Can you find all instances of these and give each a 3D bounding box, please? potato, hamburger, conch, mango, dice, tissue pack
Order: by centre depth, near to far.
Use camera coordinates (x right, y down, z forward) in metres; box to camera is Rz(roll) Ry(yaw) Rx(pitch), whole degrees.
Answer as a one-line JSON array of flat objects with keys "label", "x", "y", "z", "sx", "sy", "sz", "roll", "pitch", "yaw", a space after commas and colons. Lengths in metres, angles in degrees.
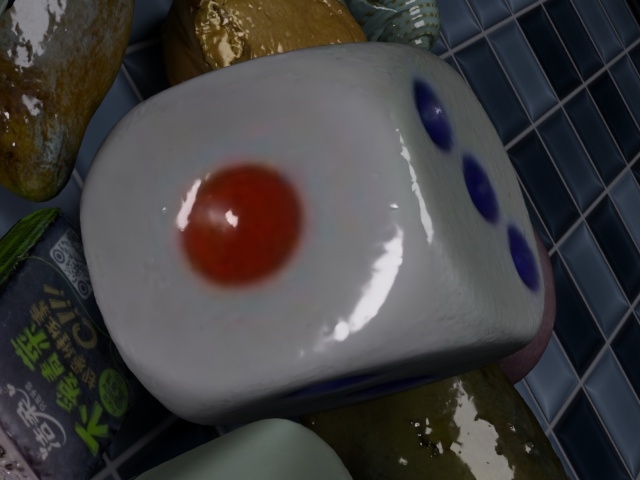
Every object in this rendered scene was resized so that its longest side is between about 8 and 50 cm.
[{"label": "tissue pack", "x": -0.228, "y": 0.098, "z": 1.277, "sx": 0.173, "sy": 0.073, "sz": 0.235, "roll": 57, "pitch": 29, "yaw": -18}, {"label": "dice", "x": 0.000, "y": 0.000, "z": 1.371, "sx": 0.304, "sy": 0.304, "sz": 0.277, "roll": 9, "pitch": 62, "yaw": -65}, {"label": "mango", "x": -0.257, "y": -0.187, "z": 1.408, "sx": 0.193, "sy": 0.146, "sz": 0.316, "roll": 27, "pitch": 59, "yaw": -46}, {"label": "potato", "x": 0.093, "y": 0.189, "z": 1.594, "sx": 0.359, "sy": 0.219, "sz": 0.270, "roll": 59, "pitch": 18, "yaw": 7}, {"label": "hamburger", "x": -0.053, "y": -0.162, "z": 1.692, "sx": 0.318, "sy": 0.158, "sz": 0.318, "roll": 38, "pitch": 39, "yaw": -38}, {"label": "conch", "x": 0.053, "y": -0.279, "z": 1.998, "sx": 0.172, "sy": 0.131, "sz": 0.200, "roll": -14, "pitch": 36, "yaw": -39}]

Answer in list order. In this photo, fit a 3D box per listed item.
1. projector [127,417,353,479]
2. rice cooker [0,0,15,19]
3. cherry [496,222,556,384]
[{"label": "projector", "x": -0.096, "y": 0.300, "z": 1.142, "sx": 0.248, "sy": 0.248, "sz": 0.249, "roll": 63, "pitch": 28, "yaw": -1}, {"label": "rice cooker", "x": -0.345, "y": -0.204, "z": 1.200, "sx": 0.226, "sy": 0.226, "sz": 0.244, "roll": 46, "pitch": 35, "yaw": -28}, {"label": "cherry", "x": 0.184, "y": 0.066, "z": 1.847, "sx": 0.239, "sy": 0.206, "sz": 0.239, "roll": 43, "pitch": 23, "yaw": -23}]
